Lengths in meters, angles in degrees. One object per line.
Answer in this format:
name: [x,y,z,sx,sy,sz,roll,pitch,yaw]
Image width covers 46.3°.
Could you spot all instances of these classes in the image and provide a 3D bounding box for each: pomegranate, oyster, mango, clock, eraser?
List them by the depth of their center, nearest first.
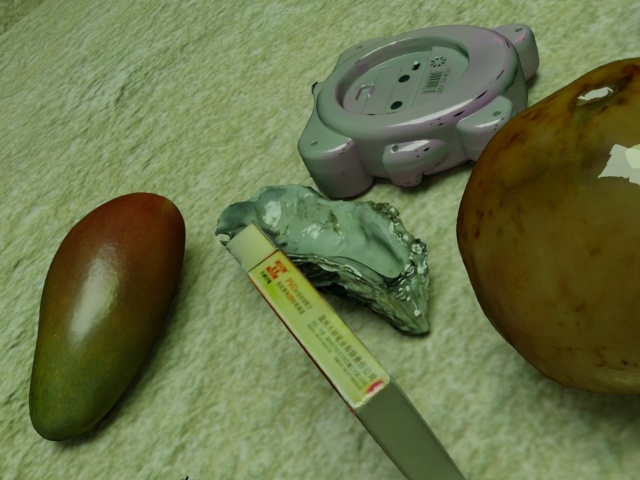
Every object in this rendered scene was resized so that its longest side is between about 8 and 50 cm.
pomegranate: [0.217,-0.003,0.508,0.248,0.248,0.248,-18,40,16]
eraser: [0.016,0.091,0.583,0.038,0.157,0.230,-39,39,-5]
oyster: [0.000,-0.003,0.754,0.252,0.087,0.199,6,29,16]
mango: [-0.227,0.066,0.806,0.146,0.129,0.289,-12,51,20]
clock: [0.111,-0.157,0.847,0.247,0.090,0.228,-2,47,30]

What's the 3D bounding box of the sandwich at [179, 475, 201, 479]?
sandwich: [-0.150,0.268,0.516,0.122,0.128,0.235,-31,-10,29]
